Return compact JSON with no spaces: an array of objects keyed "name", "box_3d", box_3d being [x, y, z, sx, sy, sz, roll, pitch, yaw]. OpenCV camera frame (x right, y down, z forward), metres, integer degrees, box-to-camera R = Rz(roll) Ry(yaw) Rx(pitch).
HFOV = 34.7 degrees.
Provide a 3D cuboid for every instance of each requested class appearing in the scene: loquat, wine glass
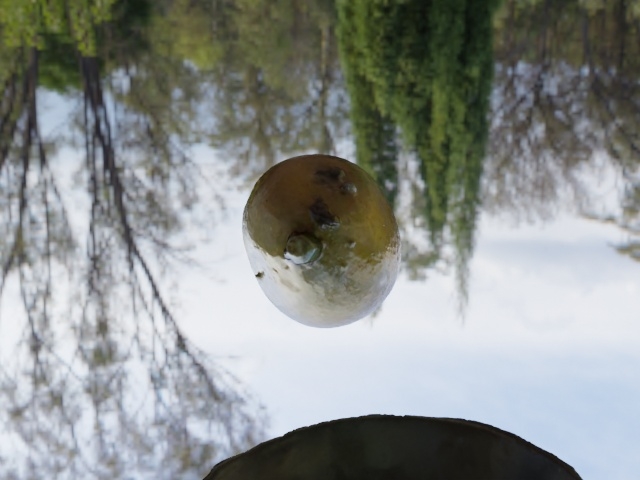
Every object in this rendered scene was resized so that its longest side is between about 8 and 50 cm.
[{"name":"loquat","box_3d":[0.000,0.000,0.988,0.149,0.172,0.204,-17,178,8]},{"name":"wine glass","box_3d":[0.058,0.351,0.673,0.267,0.406,0.267,-7,-154,3]}]
